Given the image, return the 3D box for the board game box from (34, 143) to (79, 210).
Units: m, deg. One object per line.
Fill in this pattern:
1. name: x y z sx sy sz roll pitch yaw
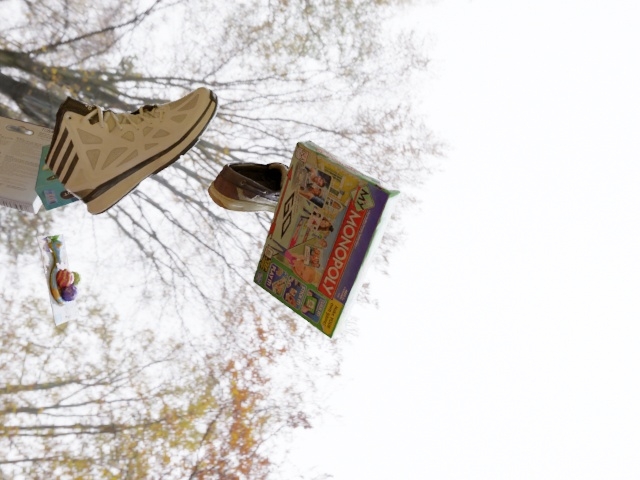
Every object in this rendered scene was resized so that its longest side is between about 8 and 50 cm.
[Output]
1. board game box: -0.706 -0.230 1.721 0.254 0.079 0.336 -20 -146 -10

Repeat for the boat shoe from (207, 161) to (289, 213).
1. boat shoe: -0.094 -0.116 1.191 0.092 0.286 0.102 -54 -128 37

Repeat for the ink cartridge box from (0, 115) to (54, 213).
1. ink cartridge box: -1.046 -0.264 1.898 0.325 0.071 0.329 14 -128 -5

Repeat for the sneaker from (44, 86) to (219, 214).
1. sneaker: -0.481 -0.285 1.407 0.448 0.257 0.169 -40 -146 -2

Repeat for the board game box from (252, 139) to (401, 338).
1. board game box: 0.000 0.000 1.078 0.214 0.046 0.317 33 -61 26

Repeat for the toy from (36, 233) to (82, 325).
1. toy: -0.685 0.097 1.537 0.056 0.137 0.237 -13 -87 4
